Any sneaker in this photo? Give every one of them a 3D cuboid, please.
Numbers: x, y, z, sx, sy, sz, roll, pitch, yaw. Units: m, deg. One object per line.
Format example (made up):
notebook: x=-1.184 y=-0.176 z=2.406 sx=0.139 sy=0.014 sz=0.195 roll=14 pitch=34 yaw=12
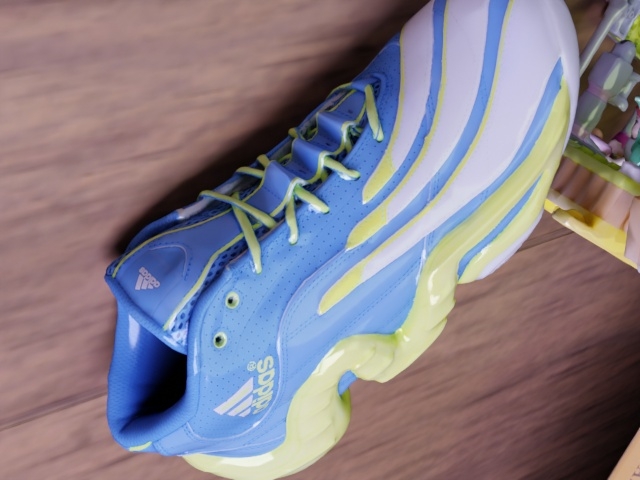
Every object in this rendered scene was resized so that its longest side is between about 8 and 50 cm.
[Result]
sneaker: x=0.000 y=0.000 z=0.575 sx=0.126 sy=0.091 sz=0.240 roll=1 pitch=124 yaw=-52

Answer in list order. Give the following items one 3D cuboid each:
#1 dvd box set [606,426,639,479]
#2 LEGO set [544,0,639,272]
dvd box set: x=0.244 y=0.093 z=0.941 sx=0.307 sy=0.062 sz=0.420 roll=-29 pitch=148 yaw=-62
LEGO set: x=0.143 y=-0.047 z=0.665 sx=0.107 sy=0.132 sz=0.287 roll=-58 pitch=171 yaw=6
